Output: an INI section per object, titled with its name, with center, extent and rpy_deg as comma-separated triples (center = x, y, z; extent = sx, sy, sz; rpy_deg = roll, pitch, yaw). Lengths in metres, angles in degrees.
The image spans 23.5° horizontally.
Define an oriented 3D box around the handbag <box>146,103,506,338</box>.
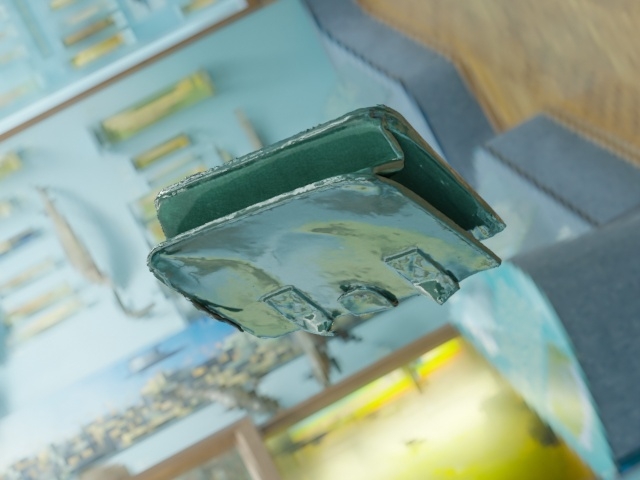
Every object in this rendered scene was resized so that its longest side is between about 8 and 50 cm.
[handbag]
center = -0.001, 0.000, 1.585
extent = 0.238, 0.326, 0.089
rpy_deg = 38, -135, -37
